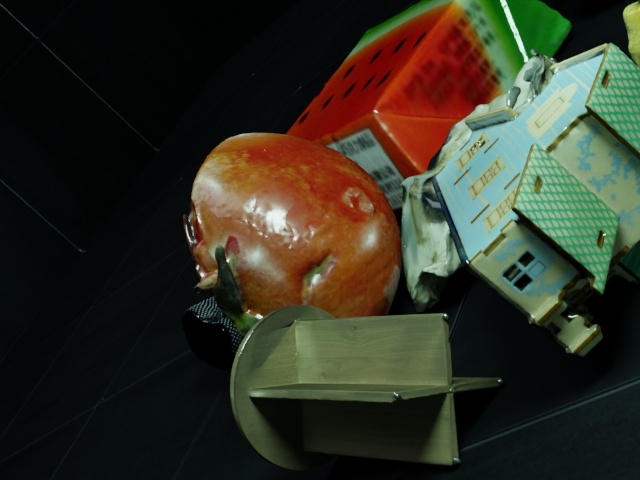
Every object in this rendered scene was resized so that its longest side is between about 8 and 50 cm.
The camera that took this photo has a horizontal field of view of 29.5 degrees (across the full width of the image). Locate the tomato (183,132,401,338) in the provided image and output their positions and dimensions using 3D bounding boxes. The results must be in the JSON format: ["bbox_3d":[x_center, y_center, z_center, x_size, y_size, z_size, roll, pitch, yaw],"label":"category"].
[{"bbox_3d":[0.003,0.000,1.373,0.170,0.309,0.309,-19,29,33],"label":"tomato"}]

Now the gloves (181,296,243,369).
[{"bbox_3d":[-0.093,0.107,1.689,0.180,0.106,0.129,-22,-2,-40],"label":"gloves"}]

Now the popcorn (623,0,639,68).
[{"bbox_3d":[0.391,-0.215,1.050,0.253,0.191,0.190,-39,52,28],"label":"popcorn"}]

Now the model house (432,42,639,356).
[{"bbox_3d":[0.228,-0.048,1.046,0.206,0.178,0.271,-49,12,14],"label":"model house"}]

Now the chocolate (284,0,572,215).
[{"bbox_3d":[0.122,-0.190,1.696,0.341,0.161,0.360,-53,17,-26],"label":"chocolate"}]

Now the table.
[{"bbox_3d":[0.046,0.139,1.143,0.226,0.167,0.167,-8,40,52],"label":"table"}]

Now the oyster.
[{"bbox_3d":[0.194,-0.084,1.369,0.238,0.115,0.351,-41,10,51],"label":"oyster"}]
